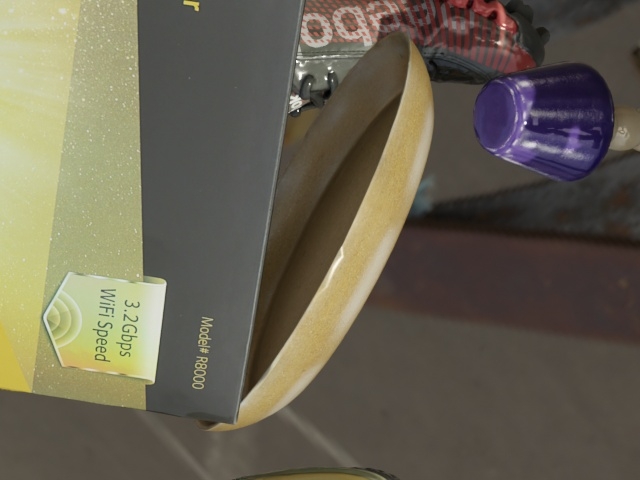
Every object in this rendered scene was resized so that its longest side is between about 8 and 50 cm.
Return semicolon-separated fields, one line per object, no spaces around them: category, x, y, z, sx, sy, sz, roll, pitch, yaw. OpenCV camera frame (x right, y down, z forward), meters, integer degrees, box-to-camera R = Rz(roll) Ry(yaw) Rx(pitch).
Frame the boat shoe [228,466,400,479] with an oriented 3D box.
boat shoe;-0.049;0.142;0.800;0.223;0.073;0.080;-28;94;26

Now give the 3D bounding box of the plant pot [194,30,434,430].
plant pot;0.000;0.000;0.998;0.032;0.236;0.236;28;144;-12

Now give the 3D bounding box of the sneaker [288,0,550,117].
sneaker;0.021;-0.139;1.323;0.276;0.135;0.097;14;168;-4

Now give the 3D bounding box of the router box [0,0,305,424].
router box;-0.125;-0.088;0.643;0.243;0.081;0.308;9;127;-1

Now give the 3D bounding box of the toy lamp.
toy lamp;0.219;-0.073;1.216;0.080;0.275;0.080;0;89;55
